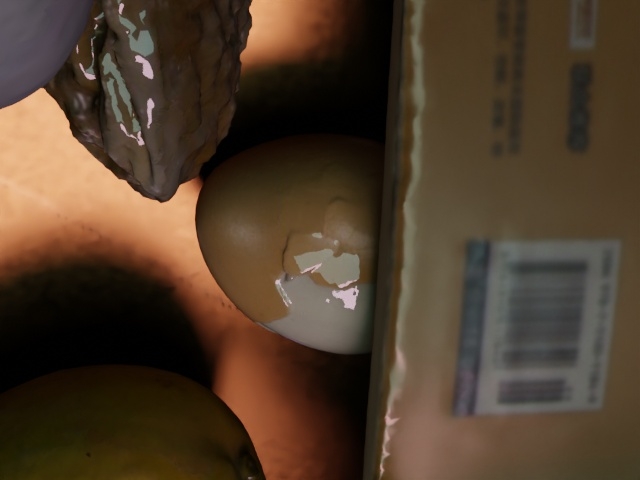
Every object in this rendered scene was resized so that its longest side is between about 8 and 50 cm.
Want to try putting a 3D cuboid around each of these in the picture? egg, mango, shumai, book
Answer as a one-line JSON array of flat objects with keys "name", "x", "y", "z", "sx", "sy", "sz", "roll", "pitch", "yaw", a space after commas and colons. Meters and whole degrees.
[{"name": "egg", "x": 0.000, "y": 0.000, "z": 0.643, "sx": 0.083, "sy": 0.071, "sz": 0.071, "roll": 9, "pitch": 118, "yaw": -16}, {"name": "mango", "x": -0.100, "y": 0.120, "z": 0.678, "sx": 0.195, "sy": 0.092, "sz": 0.130, "roll": -35, "pitch": 124, "yaw": 13}, {"name": "shumai", "x": -0.076, "y": -0.092, "z": 0.556, "sx": 0.116, "sy": 0.145, "sz": 0.145, "roll": 4, "pitch": 122, "yaw": 9}, {"name": "book", "x": 0.205, "y": -0.048, "z": 0.639, "sx": 0.389, "sy": 0.032, "sz": 0.269, "roll": 0, "pitch": 103, "yaw": -16}]

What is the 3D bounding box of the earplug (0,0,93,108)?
[{"name": "earplug", "x": -0.198, "y": -0.104, "z": 0.415, "sx": 0.326, "sy": 0.175, "sz": 0.214, "roll": 10, "pitch": 161, "yaw": 16}]
